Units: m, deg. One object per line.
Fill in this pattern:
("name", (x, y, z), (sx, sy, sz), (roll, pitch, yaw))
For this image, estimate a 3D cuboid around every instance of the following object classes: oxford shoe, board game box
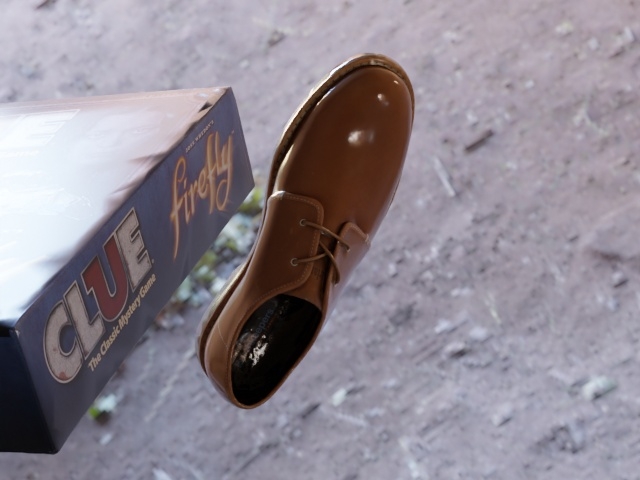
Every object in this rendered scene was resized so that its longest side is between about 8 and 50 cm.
("oxford shoe", (0.000, 0.000, 0.771), (0.212, 0.076, 0.076), (-66, 17, 10))
("board game box", (-0.163, 0.005, 0.468), (0.243, 0.042, 0.165), (-2, 27, 20))
